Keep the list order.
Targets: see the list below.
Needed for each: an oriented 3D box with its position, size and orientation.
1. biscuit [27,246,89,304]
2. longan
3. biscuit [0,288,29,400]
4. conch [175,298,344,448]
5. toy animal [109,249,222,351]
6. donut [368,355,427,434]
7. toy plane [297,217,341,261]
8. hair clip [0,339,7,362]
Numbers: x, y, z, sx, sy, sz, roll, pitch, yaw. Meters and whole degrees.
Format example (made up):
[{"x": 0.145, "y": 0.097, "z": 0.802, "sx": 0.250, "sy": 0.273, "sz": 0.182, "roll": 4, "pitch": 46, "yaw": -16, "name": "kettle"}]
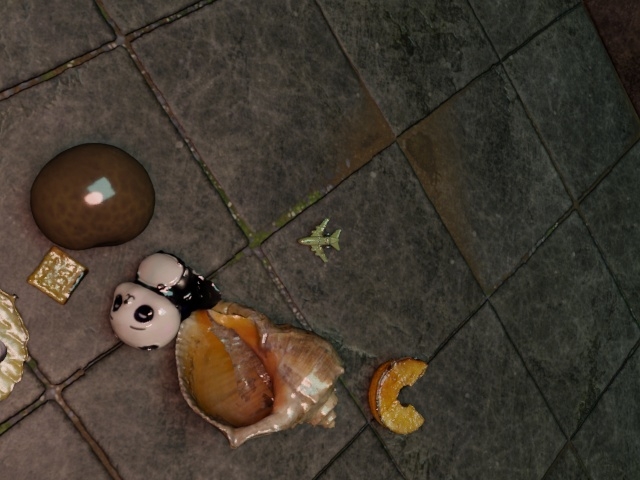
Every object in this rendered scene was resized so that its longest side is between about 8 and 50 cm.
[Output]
[{"x": -0.482, "y": 0.065, "z": 1.215, "sx": 0.081, "sy": 0.018, "sz": 0.083, "roll": 38, "pitch": 64, "yaw": -21, "name": "biscuit"}, {"x": -0.408, "y": -0.078, "z": 1.188, "sx": 0.212, "sy": 0.198, "sz": 0.198, "roll": -17, "pitch": 92, "yaw": -17, "name": "longan"}, {"x": -0.595, "y": 0.195, "z": 1.114, "sx": 0.187, "sy": 0.036, "sz": 0.273, "roll": 25, "pitch": 70, "yaw": -26, "name": "biscuit"}, {"x": -0.130, "y": 0.277, "z": 1.303, "sx": 0.297, "sy": 0.352, "sz": 0.210, "roll": -40, "pitch": 148, "yaw": -40, "name": "conch"}, {"x": -0.304, "y": 0.121, "z": 1.236, "sx": 0.179, "sy": 0.166, "sz": 0.138, "roll": -48, "pitch": 139, "yaw": -28, "name": "toy animal"}, {"x": 0.175, "y": 0.358, "z": 1.546, "sx": 0.146, "sy": 0.078, "sz": 0.181, "roll": 6, "pitch": 86, "yaw": -30, "name": "donut"}, {"x": 0.000, "y": 0.000, "z": 1.511, "sx": 0.111, "sy": 0.040, "sz": 0.102, "roll": -3, "pitch": 94, "yaw": -34, "name": "toy plane"}, {"x": -0.613, "y": 0.214, "z": 1.041, "sx": 0.146, "sy": 0.075, "sz": 0.257, "roll": 40, "pitch": 68, "yaw": -25, "name": "hair clip"}]
